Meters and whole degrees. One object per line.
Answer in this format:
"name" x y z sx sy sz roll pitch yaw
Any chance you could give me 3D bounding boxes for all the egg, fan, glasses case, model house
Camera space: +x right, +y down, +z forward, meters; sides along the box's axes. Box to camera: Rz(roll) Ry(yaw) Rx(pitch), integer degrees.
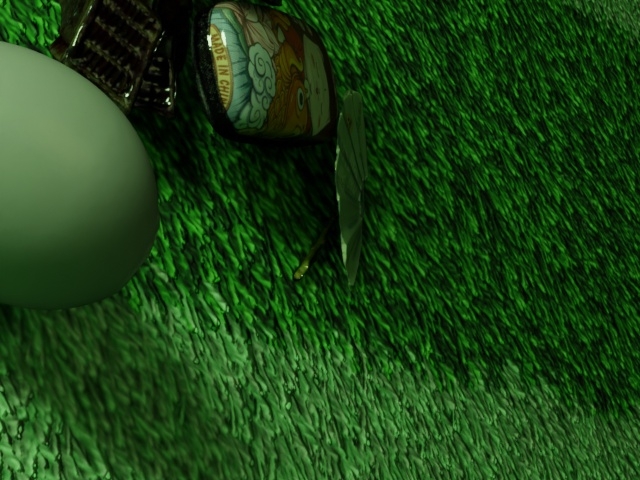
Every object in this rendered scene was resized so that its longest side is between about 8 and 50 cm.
"egg" -0.226 -0.052 1.399 0.232 0.176 0.176 45 32 -27
"fan" 0.032 -0.062 1.959 0.131 0.009 0.240 64 25 -54
"glasses case" -0.049 -0.154 1.834 0.321 0.082 0.122 -1 79 -74
"model house" -0.166 -0.169 1.679 0.165 0.106 0.152 37 34 -30

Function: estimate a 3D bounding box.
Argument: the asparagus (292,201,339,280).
"asparagus" 0.000 0.000 1.900 0.016 0.013 0.166 64 27 -18

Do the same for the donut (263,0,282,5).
"donut" -0.132 -0.318 1.750 0.272 0.107 0.272 27 4 -2

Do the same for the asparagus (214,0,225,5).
"asparagus" -0.103 -0.272 1.973 0.018 0.015 0.127 37 37 -35
